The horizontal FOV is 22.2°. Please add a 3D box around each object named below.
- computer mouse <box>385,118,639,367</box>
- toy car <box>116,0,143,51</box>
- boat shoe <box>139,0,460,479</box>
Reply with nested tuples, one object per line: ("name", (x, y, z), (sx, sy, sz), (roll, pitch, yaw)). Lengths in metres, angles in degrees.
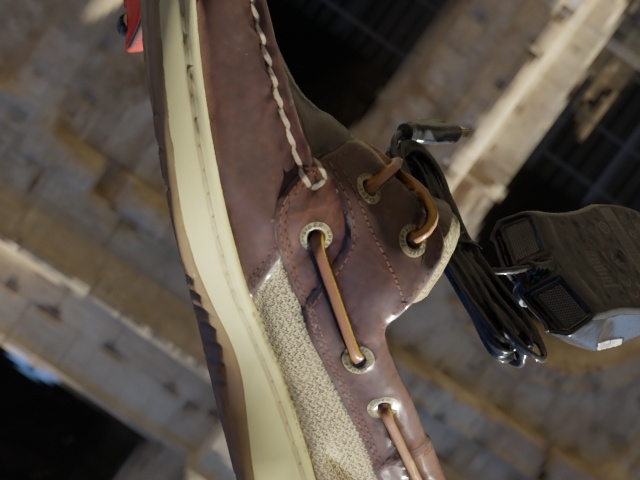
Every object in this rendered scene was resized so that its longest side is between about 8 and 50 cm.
("computer mouse", (0.132, 0.000, 1.057), (0.262, 0.060, 0.184), (-9, -120, -51))
("toy car", (-0.104, -0.257, 1.102), (0.053, 0.225, 0.239), (8, -161, -19))
("boat shoe", (0.000, 0.000, 0.723), (0.123, 0.123, 0.342), (-114, 12, -71))
